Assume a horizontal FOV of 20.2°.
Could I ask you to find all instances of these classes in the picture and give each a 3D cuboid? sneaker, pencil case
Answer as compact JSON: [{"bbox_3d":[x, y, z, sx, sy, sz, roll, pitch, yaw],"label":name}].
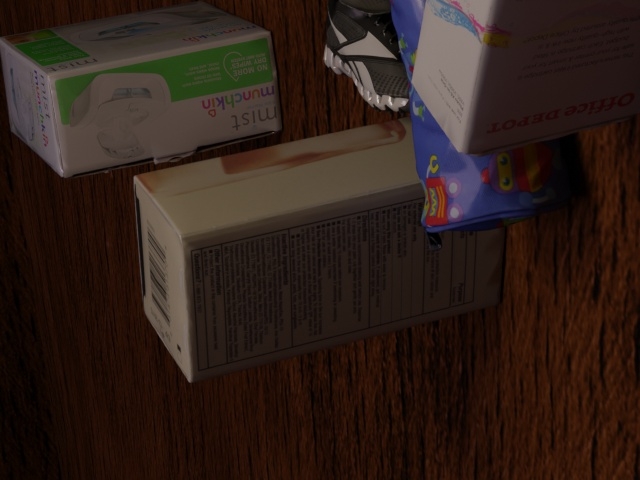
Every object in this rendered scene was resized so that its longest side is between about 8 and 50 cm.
[{"bbox_3d":[0.058,-0.182,1.595,0.234,0.078,0.106,-137,36,-60],"label":"sneaker"},{"bbox_3d":[0.109,-0.153,1.418,0.133,0.119,0.306,174,82,-78],"label":"pencil case"}]

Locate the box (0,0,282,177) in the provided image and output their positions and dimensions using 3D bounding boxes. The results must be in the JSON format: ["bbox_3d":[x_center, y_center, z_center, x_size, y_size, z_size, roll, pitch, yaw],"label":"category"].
[{"bbox_3d":[-0.209,-0.175,2.048,0.231,0.262,0.126,-145,45,-63],"label":"box"}]

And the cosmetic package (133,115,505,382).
[{"bbox_3d":[0.000,0.000,1.552,0.129,0.296,0.153,-131,34,-53],"label":"cosmetic package"}]

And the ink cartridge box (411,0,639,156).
[{"bbox_3d":[0.159,-0.173,1.216,0.212,0.154,0.093,96,152,-44],"label":"ink cartridge box"}]
